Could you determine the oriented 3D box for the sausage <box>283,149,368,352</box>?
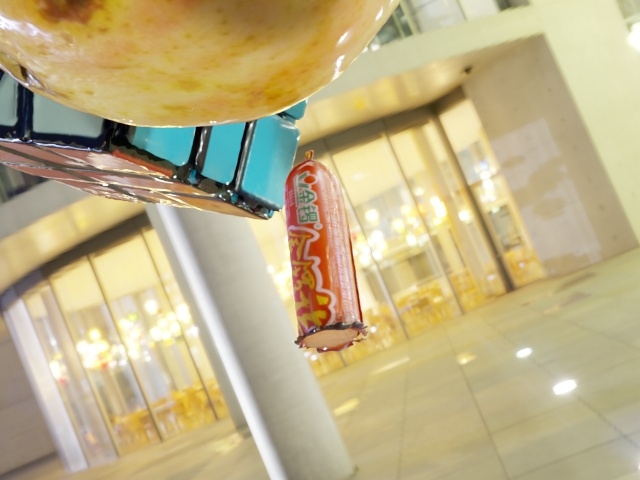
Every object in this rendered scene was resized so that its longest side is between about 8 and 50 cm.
[{"bbox_3d":[0.000,0.000,0.607,0.048,0.145,0.050,-1,-29,-9],"label":"sausage"}]

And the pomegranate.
[{"bbox_3d":[-0.090,-0.237,0.508,0.342,0.342,0.342,-23,-4,-2],"label":"pomegranate"}]

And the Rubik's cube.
[{"bbox_3d":[-0.188,-0.193,0.936,0.293,0.288,0.283,11,-7,28],"label":"Rubik's cube"}]
